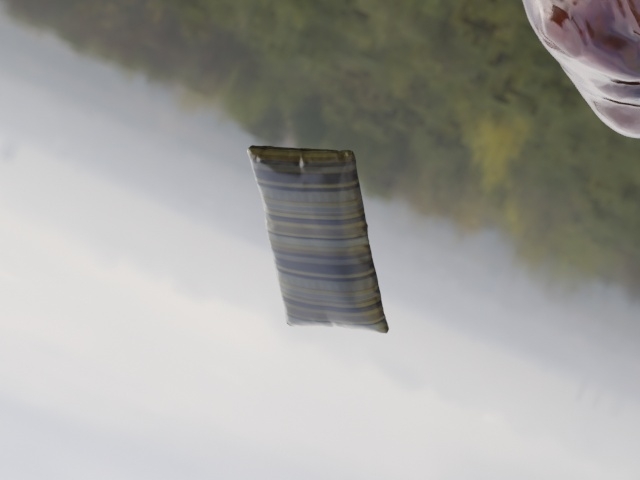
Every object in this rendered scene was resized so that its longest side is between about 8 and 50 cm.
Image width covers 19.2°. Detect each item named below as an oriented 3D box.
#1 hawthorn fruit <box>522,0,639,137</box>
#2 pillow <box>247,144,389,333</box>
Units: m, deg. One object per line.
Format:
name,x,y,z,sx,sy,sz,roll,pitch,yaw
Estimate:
hawthorn fruit,0.295,-0.226,1.412,0.308,0.308,0.325,23,-143,-8
pillow,0.000,0.000,1.801,0.113,0.203,0.038,5,-146,25
